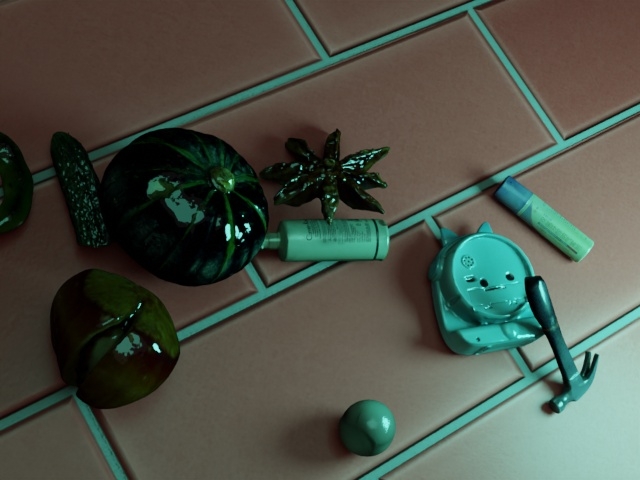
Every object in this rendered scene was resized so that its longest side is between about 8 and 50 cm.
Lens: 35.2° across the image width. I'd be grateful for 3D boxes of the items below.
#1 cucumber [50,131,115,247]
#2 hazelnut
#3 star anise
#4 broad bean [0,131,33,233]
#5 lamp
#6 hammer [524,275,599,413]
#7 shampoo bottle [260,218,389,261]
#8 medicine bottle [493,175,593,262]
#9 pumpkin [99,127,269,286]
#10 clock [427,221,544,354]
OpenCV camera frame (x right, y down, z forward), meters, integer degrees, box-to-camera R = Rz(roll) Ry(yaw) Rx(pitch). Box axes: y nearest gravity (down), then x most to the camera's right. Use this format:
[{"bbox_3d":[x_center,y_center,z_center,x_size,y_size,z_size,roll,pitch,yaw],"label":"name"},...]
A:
[{"bbox_3d":[-0.449,-0.096,1.896,0.077,0.077,0.265,-14,73,-21],"label":"cucumber"},{"bbox_3d":[-0.367,0.171,1.747,0.217,0.217,0.251,-33,70,-26],"label":"hazelnut"},{"bbox_3d":[0.023,-0.128,2.017,0.288,0.088,0.288,5,46,-5],"label":"star anise"},{"bbox_3d":[-0.606,-0.124,1.866,0.144,0.049,0.292,-2,60,-33],"label":"broad bean"},{"bbox_3d":[0.085,0.343,1.846,0.105,0.105,0.105,6,66,-14],"label":"lamp"},{"bbox_3d":[0.465,0.188,1.977,0.137,0.037,0.290,-35,114,-23],"label":"hammer"},{"bbox_3d":[0.000,0.000,1.980,0.262,0.085,0.085,-1,68,-16],"label":"shampoo bottle"},{"bbox_3d":[0.475,-0.047,2.152,0.231,0.059,0.059,39,63,3],"label":"medicine bottle"},{"bbox_3d":[-0.237,-0.068,1.842,0.315,0.238,0.315,21,49,-26],"label":"pumpkin"},{"bbox_3d":[0.331,0.087,2.033,0.223,0.094,0.274,-9,72,-21],"label":"clock"}]
